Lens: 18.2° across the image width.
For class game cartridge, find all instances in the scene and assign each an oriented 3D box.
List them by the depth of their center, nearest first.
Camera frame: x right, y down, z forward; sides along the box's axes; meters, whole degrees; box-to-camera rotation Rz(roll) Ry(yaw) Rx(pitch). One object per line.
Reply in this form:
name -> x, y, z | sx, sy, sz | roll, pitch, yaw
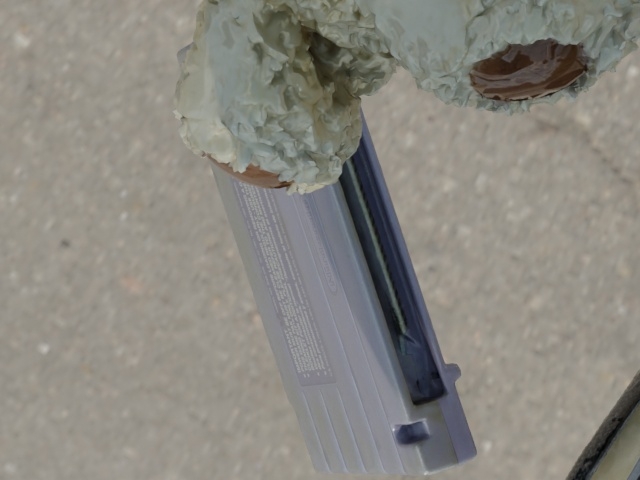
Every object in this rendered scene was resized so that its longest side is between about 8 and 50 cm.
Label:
game cartridge -> 0.000, 0.000, 1.479 | 0.230, 0.068, 0.355 | 166, 86, -72

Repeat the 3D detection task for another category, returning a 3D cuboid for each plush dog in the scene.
plush dog -> 0.066, -0.148, 0.930 | 0.262, 0.225, 0.210 | -19, 83, 48

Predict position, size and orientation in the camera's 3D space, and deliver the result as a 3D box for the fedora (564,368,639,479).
fedora -> 0.277, 0.215, 1.533 | 0.152, 0.334, 0.334 | 31, 133, 18
